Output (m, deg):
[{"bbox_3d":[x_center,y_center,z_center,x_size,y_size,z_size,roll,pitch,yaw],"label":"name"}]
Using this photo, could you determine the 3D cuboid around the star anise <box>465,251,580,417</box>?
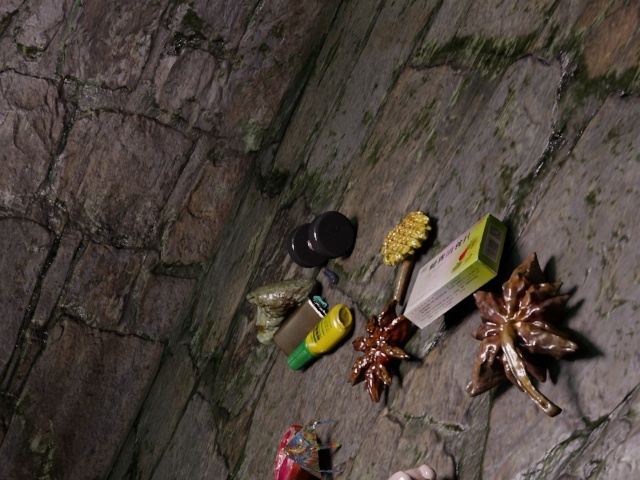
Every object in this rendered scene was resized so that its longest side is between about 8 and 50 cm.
[{"bbox_3d":[0.383,0.180,1.369,0.292,0.109,0.349,137,149,-60],"label":"star anise"}]

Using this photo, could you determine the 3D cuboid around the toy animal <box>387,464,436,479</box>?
[{"bbox_3d":[0.210,0.570,1.418,0.124,0.124,0.212,-46,52,42],"label":"toy animal"}]

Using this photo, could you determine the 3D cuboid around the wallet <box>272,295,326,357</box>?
[{"bbox_3d":[-0.064,0.282,2.261,0.110,0.031,0.198,49,114,19],"label":"wallet"}]

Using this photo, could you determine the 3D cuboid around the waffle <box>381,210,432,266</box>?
[{"bbox_3d":[0.232,-0.006,1.912,0.191,0.038,0.191,-44,19,19],"label":"waffle"}]

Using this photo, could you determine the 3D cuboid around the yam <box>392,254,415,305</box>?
[{"bbox_3d":[0.223,0.103,1.889,0.032,0.032,0.145,-6,65,65],"label":"yam"}]

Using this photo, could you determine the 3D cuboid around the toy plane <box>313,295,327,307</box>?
[{"bbox_3d":[-0.056,0.284,2.305,0.096,0.060,0.234,34,105,45],"label":"toy plane"}]

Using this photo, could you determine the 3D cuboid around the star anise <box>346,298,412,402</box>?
[{"bbox_3d":[0.155,0.282,1.809,0.288,0.088,0.288,-45,34,42],"label":"star anise"}]

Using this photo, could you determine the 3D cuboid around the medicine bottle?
[{"bbox_3d":[-0.005,0.309,2.151,0.309,0.076,0.111,-49,22,39],"label":"medicine bottle"}]

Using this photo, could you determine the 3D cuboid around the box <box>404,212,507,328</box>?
[{"bbox_3d":[0.309,0.072,1.616,0.260,0.062,0.175,-47,10,42],"label":"box"}]

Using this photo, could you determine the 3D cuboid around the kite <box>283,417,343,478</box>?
[{"bbox_3d":[-0.023,0.553,1.883,0.010,0.160,0.182,90,174,-46],"label":"kite"}]

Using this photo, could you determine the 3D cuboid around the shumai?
[{"bbox_3d":[-0.114,0.240,2.383,0.272,0.222,0.203,-15,91,54],"label":"shumai"}]

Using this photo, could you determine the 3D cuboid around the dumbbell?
[{"bbox_3d":[0.000,0.000,2.321,0.218,0.153,0.152,-25,47,59],"label":"dumbbell"}]

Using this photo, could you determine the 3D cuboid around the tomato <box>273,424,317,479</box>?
[{"bbox_3d":[-0.061,0.618,1.965,0.189,0.099,0.173,-123,53,-76],"label":"tomato"}]

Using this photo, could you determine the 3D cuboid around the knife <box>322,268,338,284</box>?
[{"bbox_3d":[0.032,0.117,2.316,0.031,0.018,0.121,-64,21,3],"label":"knife"}]
